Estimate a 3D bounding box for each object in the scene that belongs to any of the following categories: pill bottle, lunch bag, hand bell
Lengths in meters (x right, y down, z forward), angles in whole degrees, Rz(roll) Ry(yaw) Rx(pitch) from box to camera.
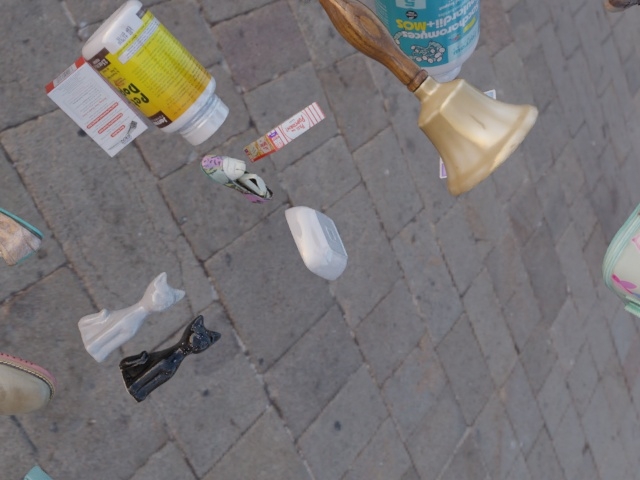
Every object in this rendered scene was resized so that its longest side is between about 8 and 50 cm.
[{"bbox_3d":[0.150,-0.334,0.933,0.264,0.146,0.146,63,37,-61],"label":"pill bottle"},{"bbox_3d":[0.459,0.010,0.821,0.224,0.108,0.279,-53,139,6],"label":"lunch bag"},{"bbox_3d":[0.093,-0.171,0.690,0.242,0.126,0.126,41,53,-7],"label":"hand bell"},{"bbox_3d":[-0.242,-0.247,1.007,0.215,0.117,0.117,44,54,-28],"label":"pill bottle"}]

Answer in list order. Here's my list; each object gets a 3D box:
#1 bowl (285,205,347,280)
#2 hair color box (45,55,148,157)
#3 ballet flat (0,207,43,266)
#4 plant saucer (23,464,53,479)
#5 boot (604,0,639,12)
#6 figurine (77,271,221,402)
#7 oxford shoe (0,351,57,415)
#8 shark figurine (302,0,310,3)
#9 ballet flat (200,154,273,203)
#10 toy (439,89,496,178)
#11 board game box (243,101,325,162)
[{"bbox_3d":[0.000,0.000,1.274,0.142,0.053,0.142,28,38,-61],"label":"bowl"},{"bbox_3d":[-0.416,-0.248,1.239,0.093,0.053,0.167,-39,128,0],"label":"hair color box"},{"bbox_3d":[-0.714,-0.051,1.345,0.106,0.316,0.107,-55,167,-18],"label":"ballet flat"},{"bbox_3d":[-0.329,0.348,0.725,0.018,0.067,0.192,9,103,-61],"label":"plant saucer"},{"bbox_3d":[0.453,-0.366,0.963,0.118,0.087,0.042,-7,72,-40],"label":"boot"},{"bbox_3d":[-0.336,0.187,1.330,0.209,0.092,0.215,-35,122,-5],"label":"figurine"},{"bbox_3d":[-0.543,0.224,0.891,0.348,0.123,0.130,4,39,-17],"label":"oxford shoe"},{"bbox_3d":[0.004,-0.326,0.576,0.166,0.116,0.278,-61,163,5],"label":"shark figurine"},{"bbox_3d":[-0.202,-0.161,1.693,0.221,0.079,0.076,34,55,-42],"label":"ballet flat"},{"bbox_3d":[0.334,-0.258,1.523,0.056,0.137,0.237,48,38,-49],"label":"toy"},{"bbox_3d":[-0.089,-0.251,1.557,0.147,0.193,0.045,-37,101,-18],"label":"board game box"}]
